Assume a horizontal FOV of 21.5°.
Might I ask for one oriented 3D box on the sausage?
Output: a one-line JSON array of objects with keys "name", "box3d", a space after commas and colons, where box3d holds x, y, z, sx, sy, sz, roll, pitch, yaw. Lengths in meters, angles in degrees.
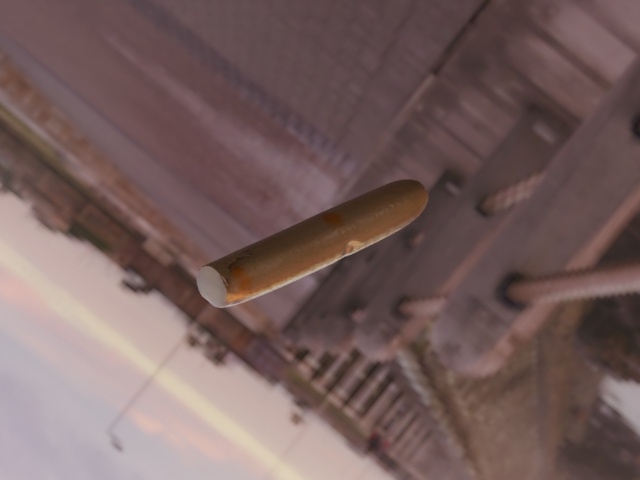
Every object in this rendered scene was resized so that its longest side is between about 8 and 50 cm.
[{"name": "sausage", "box3d": [0.000, 0.000, 0.755, 0.024, 0.132, 0.024, 25, 126, 40]}]
